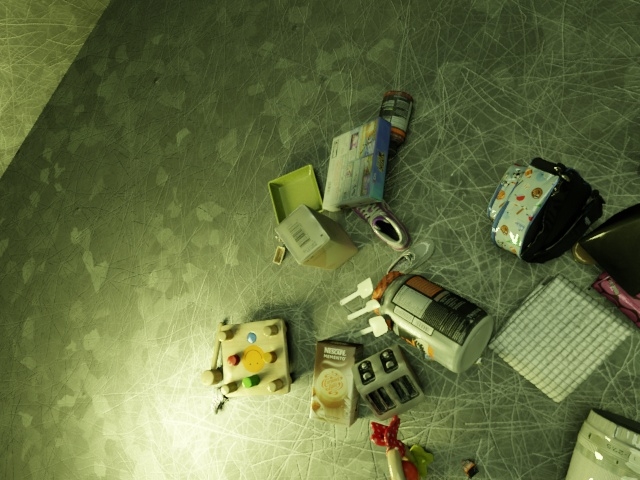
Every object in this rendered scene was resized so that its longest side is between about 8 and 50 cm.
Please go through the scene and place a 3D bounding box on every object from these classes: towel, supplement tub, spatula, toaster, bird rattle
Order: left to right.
[{"bbox_3d":[0.130,0.230,1.300,0.019,0.242,0.168,-15,74,-27],"label":"spatula"},{"bbox_3d":[0.207,0.436,1.246,0.168,0.110,0.185,-29,110,8],"label":"toaster"},{"bbox_3d":[0.244,-0.396,1.394,0.106,0.106,0.197,13,87,23],"label":"supplement tub"},{"bbox_3d":[0.241,0.632,1.165,0.143,0.253,0.206,-20,32,11],"label":"bird rattle"},{"bbox_3d":[0.316,0.222,1.201,0.316,0.194,0.193,30,94,41],"label":"supplement tub"},{"bbox_3d":[0.645,0.260,1.133,0.235,0.121,0.283,42,99,23],"label":"towel"}]

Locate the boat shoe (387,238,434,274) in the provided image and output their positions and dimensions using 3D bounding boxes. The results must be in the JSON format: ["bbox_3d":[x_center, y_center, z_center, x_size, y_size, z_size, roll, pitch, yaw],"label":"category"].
[{"bbox_3d":[0.289,0.059,1.329,0.184,0.063,0.066,-36,71,13],"label":"boat shoe"}]

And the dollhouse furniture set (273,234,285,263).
[{"bbox_3d":[-0.135,0.033,1.489,0.091,0.081,0.114,17,88,23],"label":"dollhouse furniture set"}]

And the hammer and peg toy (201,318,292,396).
[{"bbox_3d":[-0.283,0.417,1.463,0.362,0.127,0.265,-10,79,20],"label":"hammer and peg toy"}]

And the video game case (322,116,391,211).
[{"bbox_3d":[0.118,-0.243,1.366,0.244,0.061,0.269,-7,70,55],"label":"video game case"}]

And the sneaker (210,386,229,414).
[{"bbox_3d":[-0.367,0.596,1.517,0.069,0.038,0.098,-4,81,22],"label":"sneaker"}]

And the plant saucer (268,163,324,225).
[{"bbox_3d":[-0.085,-0.160,1.519,0.189,0.045,0.188,-20,75,17],"label":"plant saucer"}]

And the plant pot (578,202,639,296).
[{"bbox_3d":[0.826,-0.004,1.034,0.188,0.167,0.188,-28,68,-21],"label":"plant pot"}]

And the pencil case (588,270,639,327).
[{"bbox_3d":[0.829,0.167,1.084,0.095,0.098,0.209,-47,69,9],"label":"pencil case"}]

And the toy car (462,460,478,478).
[{"bbox_3d":[0.407,0.690,1.193,0.122,0.060,0.040,-50,37,1],"label":"toy car"}]

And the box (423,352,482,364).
[{"bbox_3d":[0.402,0.338,1.247,0.169,0.054,0.059,-2,82,21],"label":"box"}]

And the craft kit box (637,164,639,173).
[{"bbox_3d":[0.915,-0.314,1.043,0.061,0.250,0.246,17,87,23],"label":"craft kit box"}]

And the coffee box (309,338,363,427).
[{"bbox_3d":[0.054,0.458,1.341,0.141,0.098,0.246,2,83,21],"label":"coffee box"}]

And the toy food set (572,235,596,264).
[{"bbox_3d":[0.764,0.027,1.172,0.083,0.020,0.083,5,84,22],"label":"toy food set"}]

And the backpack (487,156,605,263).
[{"bbox_3d":[0.592,-0.075,1.135,0.213,0.277,0.263,34,104,53],"label":"backpack"}]

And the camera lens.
[{"bbox_3d":[0.731,0.584,0.992,0.220,0.219,0.273,17,88,23],"label":"camera lens"}]

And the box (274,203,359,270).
[{"bbox_3d":[0.000,0.000,1.317,0.121,0.311,0.148,-41,69,11],"label":"box"}]

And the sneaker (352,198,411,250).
[{"bbox_3d":[0.182,-0.087,1.343,0.282,0.161,0.102,45,101,22],"label":"sneaker"}]
